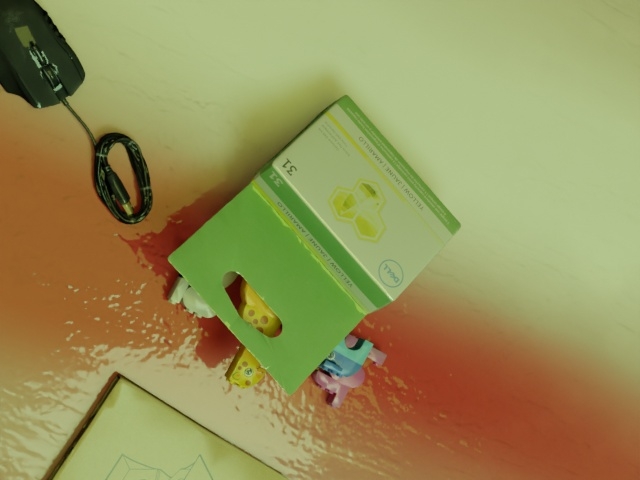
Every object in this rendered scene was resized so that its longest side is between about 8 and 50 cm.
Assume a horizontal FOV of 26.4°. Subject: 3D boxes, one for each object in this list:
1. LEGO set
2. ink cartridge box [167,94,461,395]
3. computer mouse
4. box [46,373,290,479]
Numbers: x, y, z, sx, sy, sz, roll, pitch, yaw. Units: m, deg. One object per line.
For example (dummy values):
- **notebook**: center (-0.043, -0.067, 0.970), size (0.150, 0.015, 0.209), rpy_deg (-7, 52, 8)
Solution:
- **LEGO set**: center (-0.044, 0.100, 1.269), size (0.227, 0.087, 0.093), rpy_deg (30, 84, -16)
- **ink cartridge box**: center (0.000, 0.000, 1.239), size (0.171, 0.056, 0.235), rpy_deg (49, 55, -5)
- **computer mouse**: center (-0.224, -0.118, 1.221), size (0.071, 0.041, 0.242), rpy_deg (-38, 104, -13)
- **box**: center (-0.151, 0.245, 1.278), size (0.201, 0.021, 0.164), rpy_deg (35, 83, -16)
